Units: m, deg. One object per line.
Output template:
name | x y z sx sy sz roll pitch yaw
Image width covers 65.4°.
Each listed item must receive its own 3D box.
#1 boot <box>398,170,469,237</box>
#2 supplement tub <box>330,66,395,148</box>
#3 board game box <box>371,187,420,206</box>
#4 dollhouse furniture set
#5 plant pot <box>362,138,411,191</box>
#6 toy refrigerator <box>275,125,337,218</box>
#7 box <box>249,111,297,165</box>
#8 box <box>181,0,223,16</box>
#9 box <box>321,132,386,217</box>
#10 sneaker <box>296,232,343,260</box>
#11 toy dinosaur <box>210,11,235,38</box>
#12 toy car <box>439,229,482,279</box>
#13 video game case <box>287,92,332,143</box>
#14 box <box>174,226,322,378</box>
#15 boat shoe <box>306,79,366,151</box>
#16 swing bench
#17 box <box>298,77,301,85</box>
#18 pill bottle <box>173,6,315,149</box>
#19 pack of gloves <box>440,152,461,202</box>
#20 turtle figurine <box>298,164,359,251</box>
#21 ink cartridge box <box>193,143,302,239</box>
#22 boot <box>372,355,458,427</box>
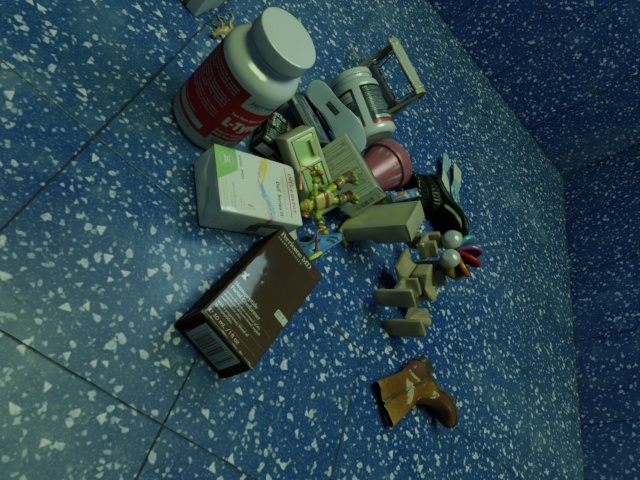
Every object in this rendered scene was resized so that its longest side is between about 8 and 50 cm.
boot | 0.473 -0.136 2.110 0.260 0.131 0.348 -9 65 -55
supplement tub | 0.162 -0.513 1.950 0.191 0.191 0.272 -11 78 -48
board game box | 0.274 -0.149 1.916 0.201 0.136 0.035 -15 82 -49
dollhouse furniture set | 0.260 0.079 1.774 0.362 0.256 0.394 -52 129 -46
plant pot | 0.213 -0.259 1.886 0.180 0.201 0.201 -35 96 -33
toy refrigerator | -0.036 -0.215 1.571 0.102 0.094 0.269 -29 116 -19
box | -0.128 -0.318 1.636 0.180 0.077 0.147 33 49 -31
box | -0.352 -0.847 1.608 0.119 0.181 0.182 50 42 -14
box | 0.096 -0.219 1.703 0.232 0.148 0.127 63 15 20
sneaker | 0.000 0.000 1.608 0.209 0.069 0.082 -30 88 -49
toy dinosaur | -0.312 -0.720 1.695 0.183 0.053 0.092 -24 103 -42
toy car | 0.520 0.052 1.818 0.159 0.136 0.182 42 53 -48
video game case | -0.039 -0.424 1.745 0.196 0.026 0.274 62 16 -1
box | -0.170 0.152 1.302 0.191 0.143 0.381 52 40 -12
boat shoe | 0.057 -0.451 1.844 0.306 0.113 0.105 46 6 -6
swing bench | 0.301 -0.685 2.136 0.165 0.254 0.253 -28 90 -49
box | -0.139 -0.583 1.758 0.102 0.087 0.101 -2 71 -46
pill bottle | -0.209 -0.430 1.362 0.229 0.407 0.229 23 55 -36
pack of gloves | 0.627 -0.303 2.445 0.195 0.046 0.232 43 46 -37
turtle figurine | 0.016 -0.118 1.528 0.217 0.087 0.269 -23 113 -31
ink cartridge box | -0.178 -0.128 1.453 0.353 0.119 0.207 9 62 -43
boot | 0.316 0.535 1.628 0.280 0.096 0.264 -15 81 -48
